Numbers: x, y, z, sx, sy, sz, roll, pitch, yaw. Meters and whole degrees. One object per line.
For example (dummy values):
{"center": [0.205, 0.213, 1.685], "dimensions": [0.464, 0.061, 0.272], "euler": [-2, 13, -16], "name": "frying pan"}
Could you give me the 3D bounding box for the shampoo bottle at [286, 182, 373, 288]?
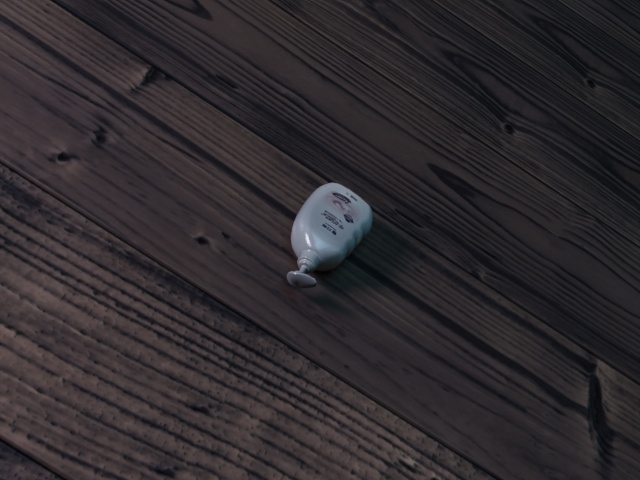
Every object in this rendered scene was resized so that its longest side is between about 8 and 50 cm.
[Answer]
{"center": [0.000, 0.000, 1.101], "dimensions": [0.077, 0.045, 0.152], "euler": [37, 43, -1], "name": "shampoo bottle"}
